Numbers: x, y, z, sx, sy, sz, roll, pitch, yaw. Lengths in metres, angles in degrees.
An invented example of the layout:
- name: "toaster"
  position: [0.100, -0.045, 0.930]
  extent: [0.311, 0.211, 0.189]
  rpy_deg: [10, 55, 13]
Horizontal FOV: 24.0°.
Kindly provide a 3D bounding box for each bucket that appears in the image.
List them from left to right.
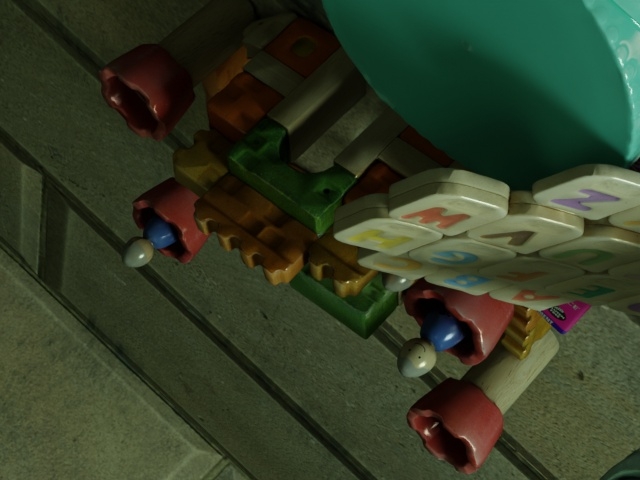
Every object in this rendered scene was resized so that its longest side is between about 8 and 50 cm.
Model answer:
- name: "bucket"
  position: [0.142, -0.172, 0.913]
  extent: [0.281, 0.183, 0.281]
  rpy_deg: [35, 156, 19]

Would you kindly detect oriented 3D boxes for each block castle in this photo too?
- name: "block castle"
  position: [0.000, 0.000, 1.403]
  extent: [0.453, 0.213, 0.303]
  rpy_deg: [35, 155, 23]

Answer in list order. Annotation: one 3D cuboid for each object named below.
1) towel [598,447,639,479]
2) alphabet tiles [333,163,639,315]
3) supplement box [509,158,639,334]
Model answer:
- name: "towel"
  position: [0.404, 0.197, 0.939]
  extent: [0.374, 0.321, 0.090]
  rpy_deg: [26, 112, 35]
- name: "alphabet tiles"
  position: [0.158, 0.008, 0.981]
  extent: [0.284, 0.021, 0.278]
  rpy_deg: [14, 163, -27]
- name: "supplement box"
  position: [0.205, -0.036, 1.128]
  extent: [0.111, 0.114, 0.220]
  rpy_deg: [42, 155, 10]
